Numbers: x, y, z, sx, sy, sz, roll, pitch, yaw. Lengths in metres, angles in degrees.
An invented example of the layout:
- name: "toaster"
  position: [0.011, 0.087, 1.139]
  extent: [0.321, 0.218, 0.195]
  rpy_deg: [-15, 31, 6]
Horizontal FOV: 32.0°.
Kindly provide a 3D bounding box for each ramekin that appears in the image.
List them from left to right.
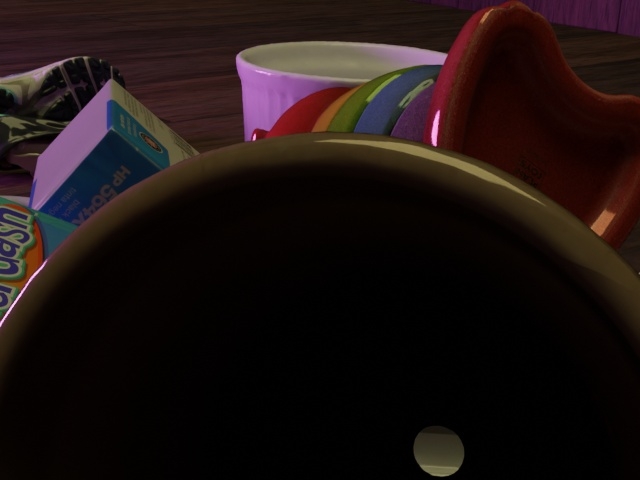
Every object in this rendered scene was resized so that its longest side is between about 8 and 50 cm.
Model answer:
- name: "ramekin"
  position: [0.038, -0.147, 1.309]
  extent: [0.277, 0.135, 0.277]
  rpy_deg: [3, 18, -1]

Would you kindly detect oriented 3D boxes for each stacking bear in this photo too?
- name: "stacking bear"
  position: [0.057, -0.050, 0.781]
  extent: [0.175, 0.164, 0.289]
  rpy_deg: [31, -11, -30]

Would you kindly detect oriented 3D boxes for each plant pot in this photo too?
- name: "plant pot"
  position: [0.026, 0.098, 0.445]
  extent: [0.263, 0.263, 0.229]
  rpy_deg: [8, 2, 16]

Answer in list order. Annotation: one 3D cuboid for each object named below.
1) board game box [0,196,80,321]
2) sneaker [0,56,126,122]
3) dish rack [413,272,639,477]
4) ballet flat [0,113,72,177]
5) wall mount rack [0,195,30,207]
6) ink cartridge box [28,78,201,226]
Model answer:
- name: "board game box"
  position: [-0.134, 0.062, 0.610]
  extent: [0.210, 0.047, 0.160]
  rpy_deg: [20, 37, -9]
- name: "sneaker"
  position: [-0.363, -0.168, 1.357]
  extent: [0.122, 0.110, 0.283]
  rpy_deg: [14, 21, 39]
- name: "dish rack"
  position: [0.165, 0.074, 0.771]
  extent: [0.333, 0.072, 0.285]
  rpy_deg: [3, 19, 3]
- name: "ballet flat"
  position: [-0.273, -0.100, 1.243]
  extent: [0.203, 0.074, 0.074]
  rpy_deg: [0, 18, -30]
- name: "wall mount rack"
  position: [-0.280, 0.068, 0.645]
  extent: [0.350, 0.130, 0.304]
  rpy_deg: [-14, 21, -42]
- name: "ink cartridge box"
  position: [-0.092, -0.003, 0.769]
  extent: [0.203, 0.086, 0.148]
  rpy_deg: [41, 7, -21]
